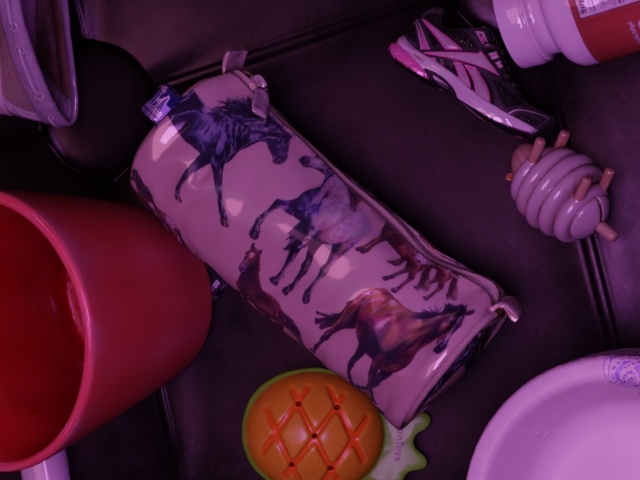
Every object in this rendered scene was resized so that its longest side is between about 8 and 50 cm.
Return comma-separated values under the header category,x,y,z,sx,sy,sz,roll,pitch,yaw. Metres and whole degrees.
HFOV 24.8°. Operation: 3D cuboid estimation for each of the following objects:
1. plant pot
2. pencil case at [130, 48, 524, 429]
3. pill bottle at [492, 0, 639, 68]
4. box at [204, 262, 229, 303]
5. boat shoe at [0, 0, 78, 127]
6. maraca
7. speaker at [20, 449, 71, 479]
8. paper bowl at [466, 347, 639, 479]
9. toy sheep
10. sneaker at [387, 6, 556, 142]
category,x,y,z,sx,sy,sz,roll,pitch,yaw
plant pot,-0.256,0.072,1.466,0.275,0.243,0.275,5,100,31
pencil case,0.000,0.000,1.400,0.410,0.160,0.183,40,120,19
pill bottle,0.268,-0.225,1.284,0.216,0.121,0.121,-15,85,26
box,-0.113,0.016,1.532,0.067,0.018,0.083,48,110,17
boat shoe,-0.302,-0.264,1.522,0.103,0.118,0.320,18,126,13
maraca,0.015,0.191,1.438,0.186,0.099,0.127,5,90,1
speaker,-0.298,0.299,1.611,0.055,0.055,0.136,-12,86,26
paper bowl,0.281,0.235,1.279,0.284,0.148,0.284,1,92,26
toy sheep,0.223,-0.044,1.331,0.091,0.091,0.132,-53,56,18
sneaker,0.151,-0.163,1.374,0.178,0.072,0.077,35,96,15
